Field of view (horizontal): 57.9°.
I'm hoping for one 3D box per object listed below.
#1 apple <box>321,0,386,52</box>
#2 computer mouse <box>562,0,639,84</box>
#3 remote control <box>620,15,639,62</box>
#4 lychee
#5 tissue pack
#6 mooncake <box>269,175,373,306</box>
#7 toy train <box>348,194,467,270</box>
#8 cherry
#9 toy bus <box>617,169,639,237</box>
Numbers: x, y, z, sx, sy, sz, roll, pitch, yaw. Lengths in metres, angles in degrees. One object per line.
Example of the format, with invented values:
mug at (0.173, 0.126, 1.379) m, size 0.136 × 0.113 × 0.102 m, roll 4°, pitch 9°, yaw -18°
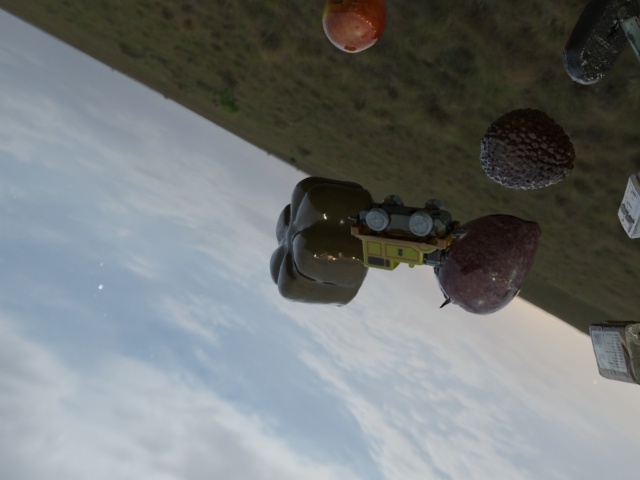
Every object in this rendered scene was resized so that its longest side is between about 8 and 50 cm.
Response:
apple at (0.085, -0.549, 1.430) m, size 0.139 × 0.163 × 0.163 m, roll 45°, pitch 174°, yaw -38°
computer mouse at (0.908, -0.667, 1.886) m, size 0.182 × 0.324 × 0.116 m, roll 26°, pitch -172°, yaw -18°
remote control at (0.859, -0.517, 1.534) m, size 0.166 × 0.065 × 0.029 m, roll 60°, pitch 153°, yaw -4°
lychee at (0.582, -0.254, 1.633) m, size 0.271 × 0.236 × 0.235 m, roll 33°, pitch -174°, yaw 35°
tissue pack at (0.926, 0.341, 1.774) m, size 0.091 × 0.184 × 0.226 m, roll -11°, pitch 173°, yaw -4°
mooncake at (0.000, 0.000, 2.010) m, size 0.262 × 0.468 × 0.467 m, roll 12°, pitch -170°, yaw -17°
toy train at (0.151, -0.007, 1.030) m, size 0.219 × 0.127 × 0.089 m, roll 8°, pitch -153°, yaw 27°
cherry at (0.381, 0.051, 1.342) m, size 0.203 × 0.300 × 0.230 m, roll 49°, pitch -177°, yaw 5°
toy bus at (0.741, -0.084, 1.302) m, size 0.268 × 0.106 × 0.092 m, roll 41°, pitch -150°, yaw -62°
